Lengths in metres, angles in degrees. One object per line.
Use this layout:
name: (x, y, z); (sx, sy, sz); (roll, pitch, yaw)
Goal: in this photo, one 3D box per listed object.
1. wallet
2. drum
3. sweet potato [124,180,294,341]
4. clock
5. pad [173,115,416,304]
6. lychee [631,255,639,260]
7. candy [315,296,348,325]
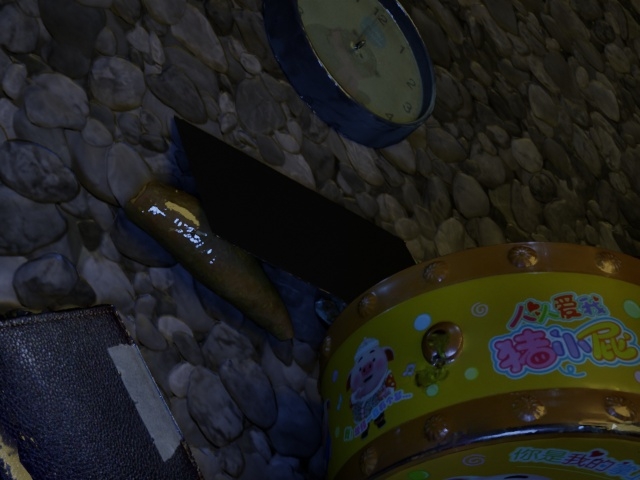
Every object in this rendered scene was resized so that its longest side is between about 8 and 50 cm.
wallet: (-0.233, 0.171, 1.495); (0.262, 0.071, 0.221); (-11, 67, -56)
drum: (0.205, 0.201, 1.685); (0.431, 0.431, 0.214); (26, 46, -36)
sweet potato: (-0.104, 0.018, 1.753); (0.244, 0.077, 0.077); (40, 38, -20)
clock: (0.045, -0.255, 2.161); (0.280, 0.055, 0.280); (30, 44, -33)
pad: (0.000, 0.000, 1.857); (0.367, 0.007, 0.247); (27, 23, -31)
lychee: (0.421, 0.152, 2.145); (0.271, 0.271, 0.271); (30, 43, -32)
candy: (0.055, 0.056, 1.935); (0.053, 0.046, 0.182); (53, 37, -1)
